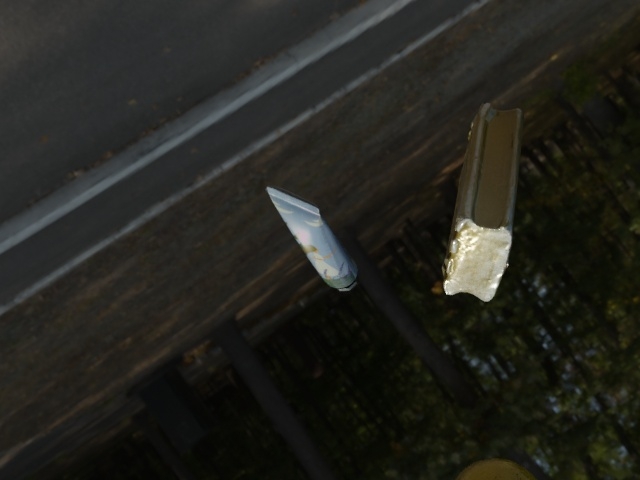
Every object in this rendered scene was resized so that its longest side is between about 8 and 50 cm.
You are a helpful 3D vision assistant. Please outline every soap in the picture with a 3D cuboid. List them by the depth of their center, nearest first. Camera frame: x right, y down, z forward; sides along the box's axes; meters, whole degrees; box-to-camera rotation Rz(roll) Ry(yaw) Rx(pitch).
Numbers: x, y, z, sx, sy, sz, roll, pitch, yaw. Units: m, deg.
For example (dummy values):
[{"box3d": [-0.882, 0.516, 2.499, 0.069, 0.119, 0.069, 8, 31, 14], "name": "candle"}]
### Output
[{"box3d": [0.251, -0.063, 1.273, 0.173, 0.089, 0.274, 93, 11, -47], "name": "soap"}]

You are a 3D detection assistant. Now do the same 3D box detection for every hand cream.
[{"box3d": [0.000, 0.000, 1.168, 0.055, 0.088, 0.256, -54, 150, -14], "name": "hand cream"}]

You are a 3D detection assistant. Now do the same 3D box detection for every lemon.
[{"box3d": [0.307, 0.468, 1.452, 0.173, 0.173, 0.206, -35, 175, -2], "name": "lemon"}]
